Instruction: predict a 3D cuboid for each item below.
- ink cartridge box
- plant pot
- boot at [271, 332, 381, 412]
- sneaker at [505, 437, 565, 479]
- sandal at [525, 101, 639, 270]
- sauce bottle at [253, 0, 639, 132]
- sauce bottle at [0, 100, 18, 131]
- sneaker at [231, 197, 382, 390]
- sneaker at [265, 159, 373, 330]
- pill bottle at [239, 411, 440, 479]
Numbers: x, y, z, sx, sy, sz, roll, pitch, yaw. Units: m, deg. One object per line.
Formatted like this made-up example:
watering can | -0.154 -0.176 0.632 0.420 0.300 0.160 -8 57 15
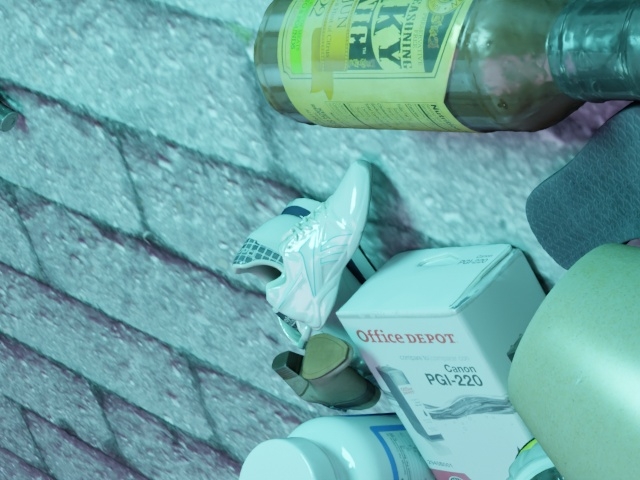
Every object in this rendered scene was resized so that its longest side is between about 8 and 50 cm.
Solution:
ink cartridge box | 0.134 0.117 1.211 0.158 0.092 0.218 -6 119 54
plant pot | 0.260 0.124 0.907 0.274 0.256 0.256 33 146 29
boot | 0.017 0.117 1.259 0.087 0.042 0.118 32 156 -28
sneaker | 0.309 0.245 1.089 0.385 0.145 0.147 32 -165 -9
sandal | 0.215 -0.044 0.977 0.097 0.054 0.254 58 159 -2
sauce bottle | 0.100 -0.125 0.966 0.344 0.111 0.111 5 129 47
sauce bottle | -0.380 -0.161 1.599 0.128 0.042 0.042 36 147 18
sneaker | 0.021 0.077 1.307 0.235 0.095 0.090 48 148 -2
sneaker | 0.000 0.000 1.220 0.061 0.053 0.152 21 107 -4
pill bottle | 0.036 0.214 1.297 0.124 0.221 0.124 -4 84 42
